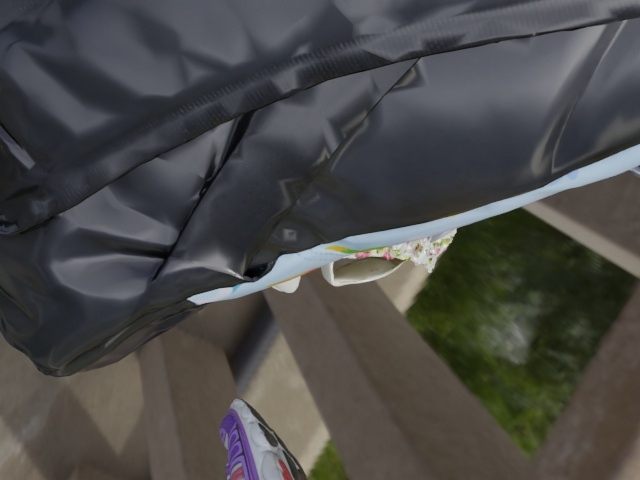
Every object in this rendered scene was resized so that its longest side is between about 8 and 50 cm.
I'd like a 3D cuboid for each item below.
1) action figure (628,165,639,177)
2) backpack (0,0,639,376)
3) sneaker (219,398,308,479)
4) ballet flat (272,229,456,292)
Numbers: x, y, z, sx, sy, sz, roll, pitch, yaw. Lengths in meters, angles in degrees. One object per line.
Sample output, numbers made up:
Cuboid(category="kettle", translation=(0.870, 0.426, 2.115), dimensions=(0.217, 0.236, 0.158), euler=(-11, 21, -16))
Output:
Cuboid(category="action figure", translation=(0.400, -0.190, 1.287), dimensions=(0.330, 0.178, 0.341), euler=(8, 107, -11))
Cuboid(category="backpack", translation=(0.040, -0.147, 0.436), dimensions=(0.355, 0.273, 0.290), euler=(-15, 108, 34))
Cuboid(category="sneaker", translation=(-0.047, 0.163, 0.953), dimensions=(0.071, 0.170, 0.068), euler=(-32, 118, 5))
Cuboid(category="ballet flat", translation=(0.000, 0.000, 1.103), dimensions=(0.241, 0.091, 0.077), euler=(-3, 118, -26))
